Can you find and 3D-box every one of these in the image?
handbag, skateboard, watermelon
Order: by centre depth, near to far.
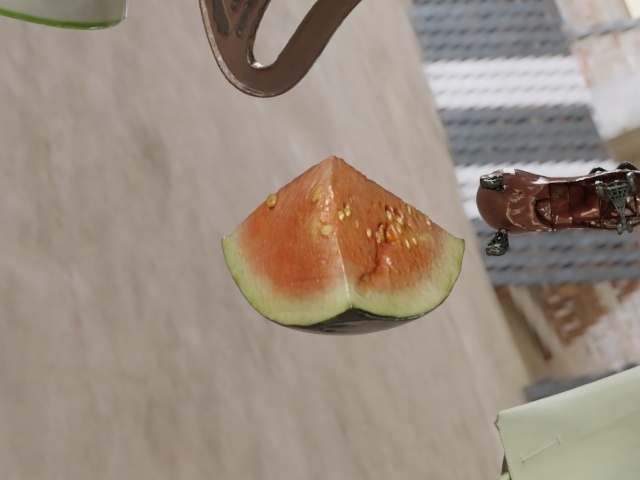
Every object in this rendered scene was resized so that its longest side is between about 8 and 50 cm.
[{"bbox_3d":[0.000,0.000,0.901,0.125,0.135,0.094,-35,127,-51],"label":"watermelon"},{"bbox_3d":[0.228,0.192,1.333,0.241,0.315,0.109,-95,163,-54],"label":"handbag"},{"bbox_3d":[0.200,-0.033,1.349,0.080,0.151,0.067,-74,159,-70],"label":"skateboard"}]

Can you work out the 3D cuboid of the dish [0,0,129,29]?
[{"bbox_3d":[-0.335,-0.339,1.747,0.324,0.124,0.324,19,19,-7],"label":"dish"}]

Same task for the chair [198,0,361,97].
[{"bbox_3d":[0.048,-0.248,1.239,0.326,0.183,0.176,-51,-130,55],"label":"chair"}]
